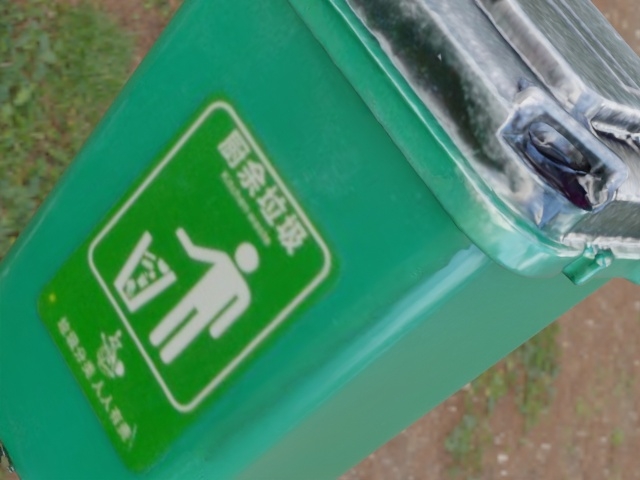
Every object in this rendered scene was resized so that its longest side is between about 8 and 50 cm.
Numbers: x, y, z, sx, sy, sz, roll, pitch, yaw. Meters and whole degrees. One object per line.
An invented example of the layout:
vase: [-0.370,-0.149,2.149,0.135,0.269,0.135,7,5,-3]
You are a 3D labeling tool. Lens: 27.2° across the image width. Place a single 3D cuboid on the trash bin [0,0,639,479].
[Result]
trash bin: [0.000,0.000,0.742,0.295,0.381,0.259,2,49,-58]
